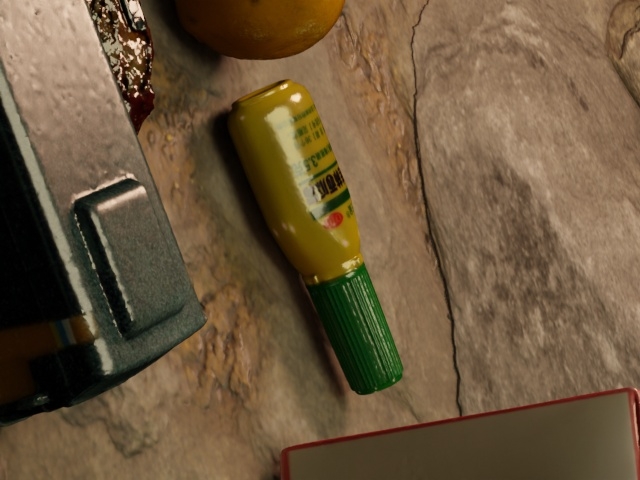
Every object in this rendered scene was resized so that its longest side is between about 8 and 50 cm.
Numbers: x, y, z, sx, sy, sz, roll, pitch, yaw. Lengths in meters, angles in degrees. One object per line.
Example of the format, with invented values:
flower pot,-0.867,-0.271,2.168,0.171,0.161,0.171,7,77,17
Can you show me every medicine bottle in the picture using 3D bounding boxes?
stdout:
medicine bottle,0.000,0.000,1.609,0.095,0.064,0.260,-35,107,-57

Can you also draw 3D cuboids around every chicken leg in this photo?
chicken leg,-0.171,-0.168,1.423,0.105,0.063,0.234,-42,112,-50

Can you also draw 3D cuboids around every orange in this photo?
orange,-0.054,-0.214,1.574,0.155,0.134,0.155,56,13,-19

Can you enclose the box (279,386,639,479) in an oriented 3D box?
box,0.187,0.292,1.529,0.312,0.314,0.300,15,66,-54

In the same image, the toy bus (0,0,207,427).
toy bus,-0.194,-0.029,1.227,0.138,0.167,0.275,-28,100,-58
